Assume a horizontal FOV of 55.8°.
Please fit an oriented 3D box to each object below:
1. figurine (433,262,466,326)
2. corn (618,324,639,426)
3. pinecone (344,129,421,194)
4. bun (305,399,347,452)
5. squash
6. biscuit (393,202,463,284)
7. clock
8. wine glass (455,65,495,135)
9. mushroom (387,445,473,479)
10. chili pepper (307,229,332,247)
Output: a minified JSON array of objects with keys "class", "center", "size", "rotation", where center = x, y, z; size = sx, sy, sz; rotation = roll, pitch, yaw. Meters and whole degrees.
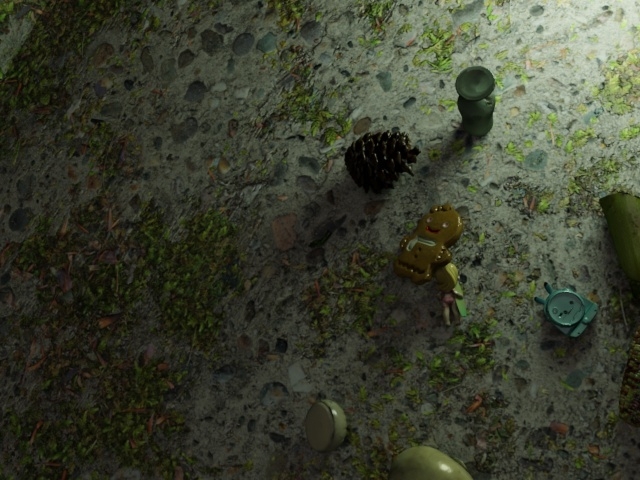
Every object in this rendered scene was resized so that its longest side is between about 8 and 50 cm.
[{"class":"figurine","center":[0.350,0.140,1.637],"size":[0.083,0.083,0.188],"rotation":[-5,86,16]},{"class":"corn","center":[0.779,0.321,1.456],"size":[0.086,0.086,0.254],"rotation":[15,85,19]},{"class":"pinecone","center":[0.174,-0.229,1.718],"size":[0.204,0.179,0.184],"rotation":[-20,28,-6]},{"class":"bun","center":[0.029,0.504,1.640],"size":[0.138,0.094,0.138],"rotation":[-23,60,48]},{"class":"squash","center":[0.802,0.014,1.501],"size":[0.137,0.137,0.288],"rotation":[-15,77,13]},{"class":"biscuit","center":[0.299,0.005,1.655],"size":[0.249,0.035,0.184],"rotation":[-54,37,-7]},{"class":"clock","center":[0.625,0.173,1.556],"size":[0.147,0.045,0.108],"rotation":[36,89,21]},{"class":"wine glass","center":[0.425,-0.371,1.641],"size":[0.103,0.231,0.103],"rotation":[-5,74,16]},{"class":"mushroom","center":[0.290,0.621,1.485],"size":[0.246,0.202,0.246],"rotation":[26,125,44]},{"class":"chili pepper","center":[0.000,0.000,1.800],"size":[0.083,0.022,0.027],"rotation":[-35,104,6]}]
